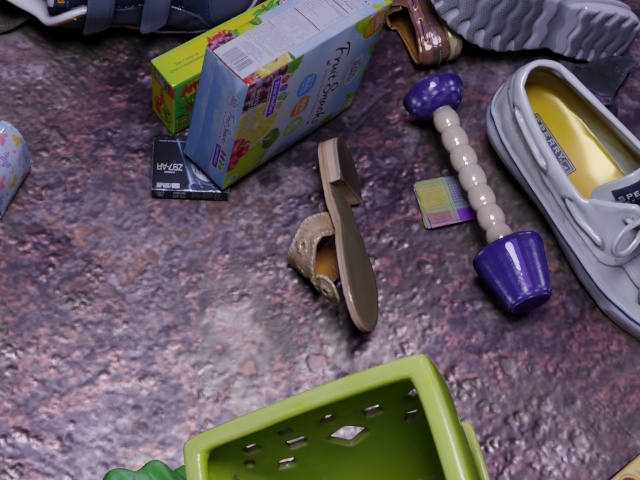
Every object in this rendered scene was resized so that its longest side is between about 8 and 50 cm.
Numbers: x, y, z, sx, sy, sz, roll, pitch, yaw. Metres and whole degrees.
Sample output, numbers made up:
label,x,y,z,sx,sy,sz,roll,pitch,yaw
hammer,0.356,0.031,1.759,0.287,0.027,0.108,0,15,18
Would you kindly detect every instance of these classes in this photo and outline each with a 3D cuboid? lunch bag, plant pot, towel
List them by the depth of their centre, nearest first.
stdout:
label,x,y,z,sx,sy,sz,roll,pitch,yaw
plant pot,0.043,0.254,0.945,0.228,0.207,0.227,-21,62,13
lunch bag,-0.336,-0.077,1.167,0.053,0.083,0.071,21,62,3
towel,0.147,-0.045,1.257,0.083,0.009,0.060,-11,63,-14

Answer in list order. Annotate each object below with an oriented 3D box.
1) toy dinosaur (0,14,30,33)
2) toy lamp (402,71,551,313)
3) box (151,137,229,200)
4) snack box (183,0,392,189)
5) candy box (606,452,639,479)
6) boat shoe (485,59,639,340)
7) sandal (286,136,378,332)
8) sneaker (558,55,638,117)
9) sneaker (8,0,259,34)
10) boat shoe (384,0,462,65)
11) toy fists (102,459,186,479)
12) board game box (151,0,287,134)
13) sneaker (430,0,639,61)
label,x,y,z,sx,sy,sz,roll,pitch,yaw
toy dinosaur,-0.482,-0.275,1.235,0.314,0.121,0.160,-5,76,-6
toy lamp,0.168,-0.051,1.213,0.080,0.080,0.274,-16,65,-16
box,-0.140,-0.077,1.230,0.083,0.018,0.067,3,61,-6
snack box,-0.035,-0.170,1.192,0.070,0.174,0.207,44,58,14
candy box,0.261,0.260,1.054,0.187,0.109,0.053,-34,72,-23
boat shoe,0.319,-0.041,1.170,0.136,0.156,0.367,-32,81,-13
sandal,0.003,0.003,1.190,0.079,0.088,0.240,-19,54,18
sneaker,0.302,-0.154,1.313,0.089,0.051,0.170,20,58,8
sneaker,-0.226,-0.287,1.254,0.321,0.126,0.127,6,23,4
boat shoe,0.100,-0.281,1.346,0.060,0.064,0.178,-24,71,-18
toy fists,-0.205,0.296,0.982,0.279,0.096,0.142,-28,79,-22
board game box,-0.099,-0.197,1.258,0.181,0.092,0.043,-32,69,-22
sneaker,0.237,-0.286,1.339,0.281,0.105,0.115,12,42,-29
